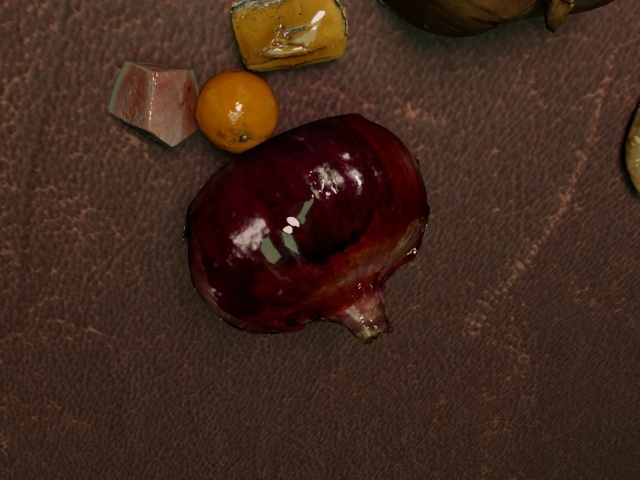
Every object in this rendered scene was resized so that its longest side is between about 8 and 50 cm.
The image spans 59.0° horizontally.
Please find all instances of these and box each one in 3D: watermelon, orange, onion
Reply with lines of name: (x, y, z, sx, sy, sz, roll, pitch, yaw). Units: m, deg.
watermelon: (-0.165, -0.132, 0.548, 0.092, 0.072, 0.084, -6, 104, 3)
orange: (-0.081, -0.125, 0.553, 0.084, 0.083, 0.083, -3, 121, -5)
onion: (0.000, 0.000, 0.543, 0.252, 0.252, 0.219, -43, 74, 18)

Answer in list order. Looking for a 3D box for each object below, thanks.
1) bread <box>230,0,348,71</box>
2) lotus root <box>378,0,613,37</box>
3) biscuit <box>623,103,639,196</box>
bread: (-0.027, -0.198, 0.532, 0.106, 0.053, 0.072, -9, 118, 5)
lotus root: (0.164, -0.275, 0.441, 0.272, 0.192, 0.272, -7, 126, -10)
biscuit: (0.451, -0.127, 0.640, 0.220, 0.033, 0.219, -3, 121, -4)
